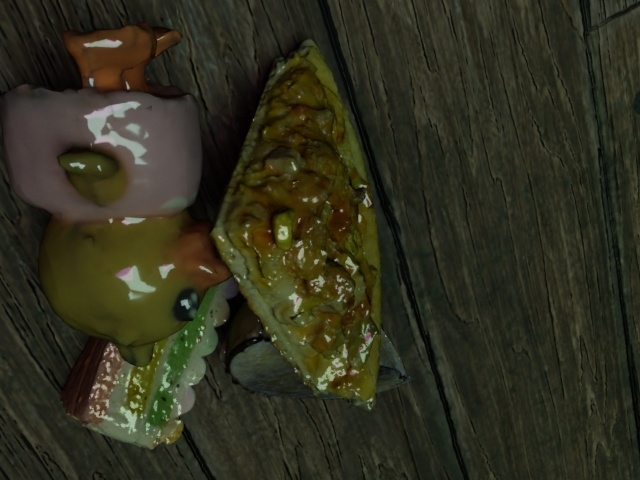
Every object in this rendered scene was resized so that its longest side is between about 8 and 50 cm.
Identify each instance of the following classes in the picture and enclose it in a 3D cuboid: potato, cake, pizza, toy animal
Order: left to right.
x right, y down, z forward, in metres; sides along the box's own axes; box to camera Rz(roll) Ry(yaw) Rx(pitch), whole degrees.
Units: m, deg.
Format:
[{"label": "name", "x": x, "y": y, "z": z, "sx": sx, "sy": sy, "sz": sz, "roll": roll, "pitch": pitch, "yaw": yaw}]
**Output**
[{"label": "toy animal", "x": -0.167, "y": -0.028, "z": 0.653, "sx": 0.169, "sy": 0.195, "sz": 0.281, "roll": -10, "pitch": 103, "yaw": 9}, {"label": "cake", "x": -0.155, "y": 0.095, "z": 0.769, "sx": 0.109, "sy": 0.090, "sz": 0.225, "roll": 28, "pitch": 94, "yaw": -28}, {"label": "potato", "x": -0.025, "y": 0.104, "z": 0.857, "sx": 0.120, "sy": 0.100, "sz": 0.261, "roll": -27, "pitch": 148, "yaw": 30}, {"label": "pizza", "x": 0.009, "y": -0.016, "z": 0.749, "sx": 0.087, "sy": 0.268, "sz": 0.257, "roll": -8, "pitch": 136, "yaw": 20}]
